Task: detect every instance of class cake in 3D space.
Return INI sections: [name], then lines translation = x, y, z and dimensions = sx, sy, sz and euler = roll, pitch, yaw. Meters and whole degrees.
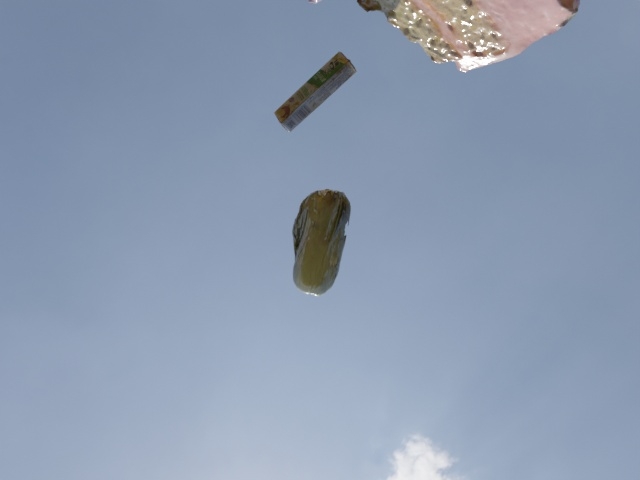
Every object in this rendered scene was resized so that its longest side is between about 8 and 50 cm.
[cake]
translation = 0.287, -0.494, 0.830
dimensions = 0.293, 0.307, 0.314
euler = 32, -105, -23

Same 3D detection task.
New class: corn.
[corn]
translation = 0.000, 0.002, 1.323
dimensions = 0.122, 0.305, 0.123
euler = -12, -151, -42

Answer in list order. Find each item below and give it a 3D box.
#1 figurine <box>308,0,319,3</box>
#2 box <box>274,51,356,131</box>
[figurine]
translation = -0.061, -0.738, 1.262
dimensions = 0.133, 0.276, 0.200
euler = -31, -137, 27
[box]
translation = -0.013, -0.331, 1.108
dimensions = 0.207, 0.041, 0.050
euler = -40, -133, 13
